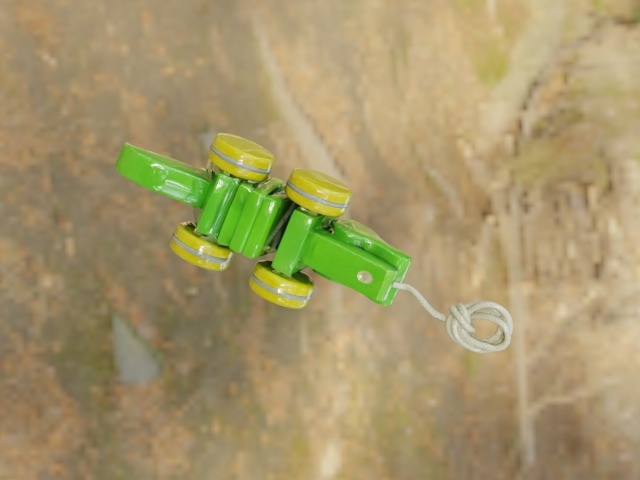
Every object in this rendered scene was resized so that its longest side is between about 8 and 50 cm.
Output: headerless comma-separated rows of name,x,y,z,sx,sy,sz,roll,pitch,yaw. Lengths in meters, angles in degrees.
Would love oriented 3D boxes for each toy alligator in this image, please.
toy alligator,0.000,0.000,0.861,0.051,0.190,0.056,-39,153,-73
